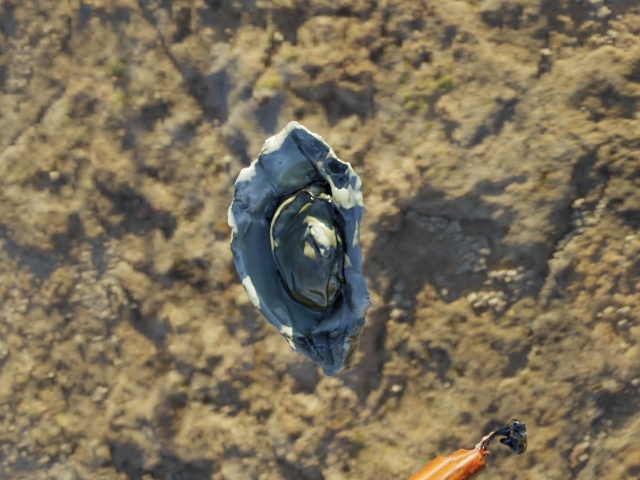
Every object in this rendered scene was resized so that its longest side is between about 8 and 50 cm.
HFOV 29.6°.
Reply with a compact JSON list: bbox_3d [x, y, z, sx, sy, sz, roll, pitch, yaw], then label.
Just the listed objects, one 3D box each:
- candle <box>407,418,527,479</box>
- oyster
[{"bbox_3d":[0.048,0.125,0.588,0.021,0.167,0.026,29,132,39],"label":"candle"},{"bbox_3d":[0.000,0.001,0.576,0.098,0.037,0.100,46,128,15],"label":"oyster"}]
